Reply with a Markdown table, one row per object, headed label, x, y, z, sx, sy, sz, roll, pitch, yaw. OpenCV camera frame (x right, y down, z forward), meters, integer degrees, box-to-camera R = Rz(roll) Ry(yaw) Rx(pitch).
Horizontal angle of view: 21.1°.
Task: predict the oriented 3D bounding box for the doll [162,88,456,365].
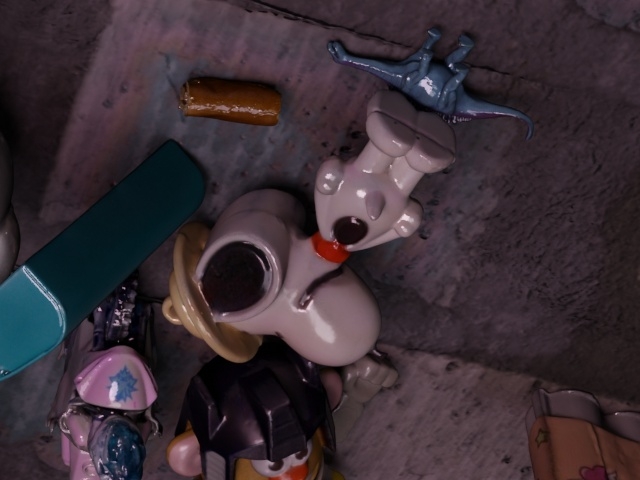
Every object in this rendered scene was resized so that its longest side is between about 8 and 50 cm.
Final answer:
| label | x | y | z | sx | sy | sz | roll | pitch | yaw |
| --- | --- | --- | --- | --- | --- | --- | --- | --- | --- |
| doll | -0.014 | -0.014 | 1.481 | 0.208 | 0.144 | 0.271 | 15 | 121 | -3 |

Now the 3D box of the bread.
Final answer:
| label | x | y | z | sx | sy | sz | roll | pitch | yaw |
| --- | --- | --- | --- | --- | --- | --- | --- | --- | --- |
| bread | -0.076 | -0.117 | 1.456 | 0.083 | 0.047 | 0.036 | 5 | 100 | -11 |

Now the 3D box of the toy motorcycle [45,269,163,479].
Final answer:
| label | x | y | z | sx | sy | sz | roll | pitch | yaw |
| --- | --- | --- | --- | --- | --- | --- | --- | --- | --- |
| toy motorcycle | -0.200 | 0.167 | 1.583 | 0.108 | 0.204 | 0.239 | -4 | 132 | -5 |

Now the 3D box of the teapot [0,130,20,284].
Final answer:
| label | x | y | z | sx | sy | sz | roll | pitch | yaw |
| --- | --- | --- | --- | --- | --- | --- | --- | --- | --- |
| teapot | -0.346 | -0.059 | 1.393 | 0.294 | 0.129 | 0.193 | 41 | 149 | -16 |

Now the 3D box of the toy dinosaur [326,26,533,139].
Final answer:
| label | x | y | z | sx | sy | sz | roll | pitch | yaw |
| --- | --- | --- | --- | --- | --- | --- | --- | --- | --- |
| toy dinosaur | 0.099 | -0.134 | 1.453 | 0.197 | 0.045 | 0.080 | 22 | 139 | -12 |

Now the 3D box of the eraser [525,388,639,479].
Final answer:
| label | x | y | z | sx | sy | sz | roll | pitch | yaw |
| --- | --- | --- | --- | --- | --- | --- | --- | --- | --- |
| eraser | 0.285 | 0.284 | 1.660 | 0.171 | 0.290 | 0.087 | 23 | 125 | -21 |

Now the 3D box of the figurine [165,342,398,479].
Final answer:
| label | x | y | z | sx | sy | sz | roll | pitch | yaw |
| --- | --- | --- | --- | --- | --- | --- | --- | --- | --- |
| figurine | -0.060 | 0.203 | 1.640 | 0.143 | 0.308 | 0.308 | 26 | 135 | 24 |

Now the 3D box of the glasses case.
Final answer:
| label | x | y | z | sx | sy | sz | roll | pitch | yaw |
| --- | --- | --- | --- | --- | --- | --- | --- | --- | --- |
| glasses case | -0.190 | 0.018 | 1.397 | 0.117 | 0.301 | 0.070 | -39 | 97 | 27 |
